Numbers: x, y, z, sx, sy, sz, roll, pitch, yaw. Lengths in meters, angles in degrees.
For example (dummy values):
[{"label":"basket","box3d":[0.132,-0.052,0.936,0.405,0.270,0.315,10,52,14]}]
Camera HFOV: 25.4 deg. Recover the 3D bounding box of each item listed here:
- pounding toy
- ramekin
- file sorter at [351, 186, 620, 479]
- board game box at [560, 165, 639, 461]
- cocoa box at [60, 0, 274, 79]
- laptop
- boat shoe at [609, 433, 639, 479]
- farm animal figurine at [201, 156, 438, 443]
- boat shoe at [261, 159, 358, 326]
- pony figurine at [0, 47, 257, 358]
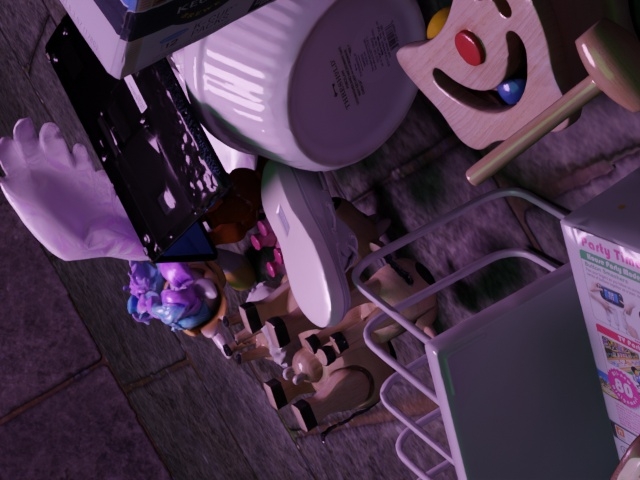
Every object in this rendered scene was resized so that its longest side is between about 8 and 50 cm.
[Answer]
[{"label":"pounding toy","box3d":[0.119,-0.139,0.997,0.154,0.155,0.269,59,160,-8]},{"label":"ramekin","box3d":[-0.004,-0.157,1.208,0.109,0.207,0.207,29,144,39]},{"label":"file sorter","box3d":[0.158,0.121,1.210,0.173,0.193,0.277,38,150,52]},{"label":"board game box","box3d":[0.302,0.120,1.004,0.224,0.097,0.303,29,145,53]},{"label":"cocoa box","box3d":[-0.025,-0.301,0.845,0.231,0.347,0.228,58,159,7]},{"label":"laptop","box3d":[-0.144,-0.112,1.328,0.264,0.137,0.234,-40,76,52]},{"label":"boat shoe","box3d":[0.241,0.204,1.042,0.072,0.068,0.190,38,153,21]},{"label":"farm animal figurine","box3d":[0.020,0.055,1.453,0.330,0.172,0.326,43,150,46]},{"label":"boat shoe","box3d":[0.000,0.000,1.230,0.184,0.063,0.066,-117,33,-46]},{"label":"pony figurine","box3d":[-0.188,-0.036,1.751,0.351,0.303,0.363,64,-179,-7]}]
